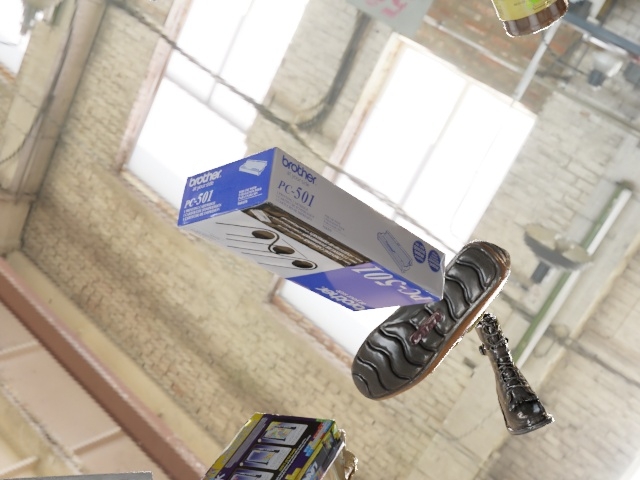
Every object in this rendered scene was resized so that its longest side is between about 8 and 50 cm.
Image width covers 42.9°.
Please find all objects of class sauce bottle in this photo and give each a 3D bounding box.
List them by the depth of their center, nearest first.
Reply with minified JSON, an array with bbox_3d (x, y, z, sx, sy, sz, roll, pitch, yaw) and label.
[{"bbox_3d":[0.265,-0.474,1.212,0.344,0.111,0.111,57,-174,-28],"label":"sauce bottle"}]

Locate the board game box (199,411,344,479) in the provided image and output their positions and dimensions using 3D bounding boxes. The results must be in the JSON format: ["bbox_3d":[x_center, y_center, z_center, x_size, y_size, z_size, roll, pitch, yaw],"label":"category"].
[{"bbox_3d":[-0.070,0.305,1.081,0.141,0.048,0.170,-3,-152,34],"label":"board game box"}]

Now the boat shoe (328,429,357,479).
[{"bbox_3d":[0.042,0.429,1.583,0.059,0.063,0.170,-13,-143,-6],"label":"boat shoe"}]

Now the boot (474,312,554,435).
[{"bbox_3d":[0.385,0.269,1.709,0.263,0.091,0.228,-118,6,-82],"label":"boot"}]

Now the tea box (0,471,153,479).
[{"bbox_3d":[-0.373,0.463,0.967,0.329,0.220,0.323,4,-120,-22],"label":"tea box"}]

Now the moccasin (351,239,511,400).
[{"bbox_3d":[0.202,0.150,1.500,0.139,0.380,0.147,42,-163,22],"label":"moccasin"}]

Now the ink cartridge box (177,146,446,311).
[{"bbox_3d":[0.000,0.000,0.639,0.097,0.046,0.207,-12,151,40],"label":"ink cartridge box"}]
